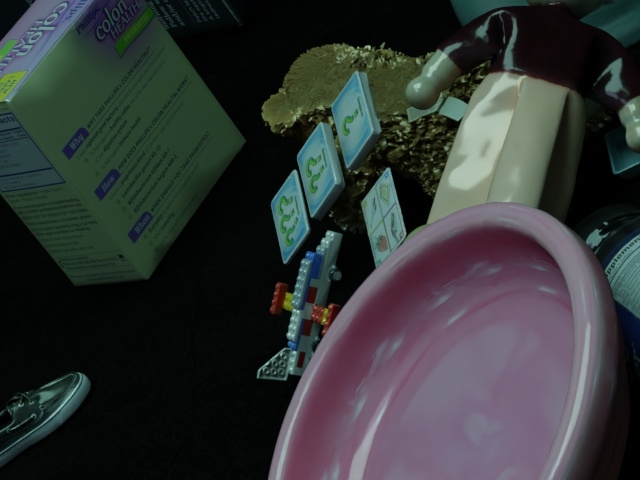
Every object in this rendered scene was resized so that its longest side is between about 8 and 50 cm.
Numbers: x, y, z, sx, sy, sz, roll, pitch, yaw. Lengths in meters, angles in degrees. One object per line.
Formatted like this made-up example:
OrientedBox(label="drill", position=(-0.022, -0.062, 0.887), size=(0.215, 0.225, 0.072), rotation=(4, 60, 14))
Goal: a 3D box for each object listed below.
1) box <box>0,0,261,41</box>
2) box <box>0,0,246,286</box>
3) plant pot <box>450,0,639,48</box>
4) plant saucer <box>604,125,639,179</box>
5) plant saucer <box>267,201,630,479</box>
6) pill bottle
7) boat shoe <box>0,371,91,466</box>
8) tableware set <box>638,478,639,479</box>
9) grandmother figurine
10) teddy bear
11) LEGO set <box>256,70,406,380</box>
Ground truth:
OrientedBox(label="box", position=(-0.223, -0.496, 2.455), size=(0.472, 0.297, 0.480), rotation=(-3, 42, 42))
OrientedBox(label="box", position=(-0.227, -0.113, 1.930), size=(0.117, 0.243, 0.213), rotation=(-5, 41, 42))
OrientedBox(label="plant pot", position=(0.229, -0.323, 1.814), size=(0.293, 0.196, 0.293), rotation=(-26, 30, 16))
OrientedBox(label="plant saucer", position=(0.327, -0.107, 1.567), size=(0.192, 0.018, 0.067), rotation=(-27, 29, 17))
OrientedBox(label="plant saucer", position=(0.091, 0.138, 1.284), size=(0.332, 0.084, 0.332), rotation=(-38, 36, 35))
OrientedBox(label="pill bottle", position=(0.251, 0.052, 1.293), size=(0.123, 0.123, 0.219), rotation=(-38, 28, -5))
OrientedBox(label="boat shoe", position=(-0.278, 0.166, 1.771), size=(0.142, 0.040, 0.049), rotation=(-38, 28, -6))
OrientedBox(label="tableware set", position=(0.216, 0.201, 1.211), size=(0.169, 0.020, 0.141), rotation=(-44, 29, -15))
OrientedBox(label="grandmother figurine", position=(0.180, -0.121, 1.556), size=(0.104, 0.208, 0.342), rotation=(119, 168, -65))
OrientedBox(label="teddy bear", position=(0.108, -0.099, 1.720), size=(0.338, 0.113, 0.245), rotation=(-4, 47, 32))
OrientedBox(label="LEGO set", position=(0.000, 0.000, 1.595), size=(0.182, 0.060, 0.244), rotation=(-54, 36, 40))
